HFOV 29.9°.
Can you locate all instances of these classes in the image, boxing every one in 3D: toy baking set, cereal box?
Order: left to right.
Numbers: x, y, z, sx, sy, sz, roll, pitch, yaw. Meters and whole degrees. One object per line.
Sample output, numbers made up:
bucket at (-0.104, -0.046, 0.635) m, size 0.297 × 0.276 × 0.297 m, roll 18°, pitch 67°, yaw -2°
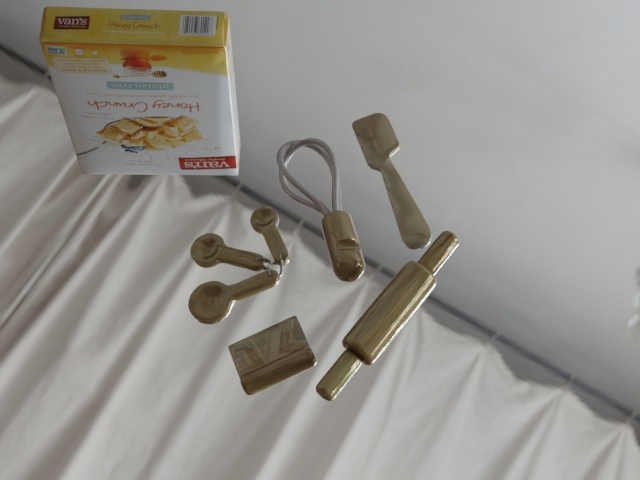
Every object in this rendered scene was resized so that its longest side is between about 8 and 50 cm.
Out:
cereal box at (-0.170, -0.141, 1.191) m, size 0.173 × 0.047 × 0.240 m, roll 1°, pitch -27°, yaw 0°
toy baking set at (0.004, 0.004, 0.938) m, size 0.196 × 0.256 × 0.030 m, roll 35°, pitch -17°, yaw 30°
